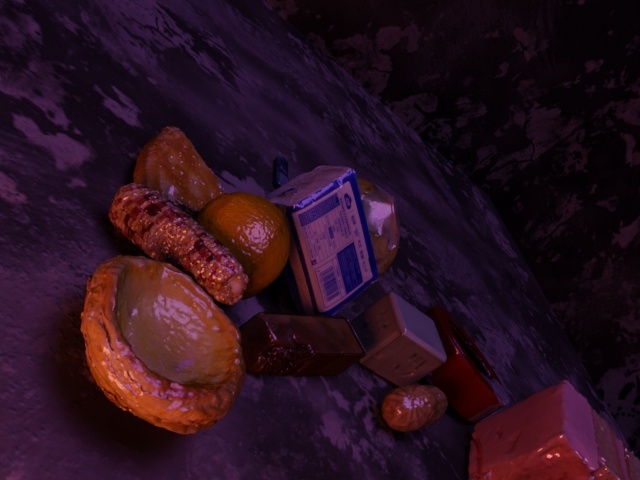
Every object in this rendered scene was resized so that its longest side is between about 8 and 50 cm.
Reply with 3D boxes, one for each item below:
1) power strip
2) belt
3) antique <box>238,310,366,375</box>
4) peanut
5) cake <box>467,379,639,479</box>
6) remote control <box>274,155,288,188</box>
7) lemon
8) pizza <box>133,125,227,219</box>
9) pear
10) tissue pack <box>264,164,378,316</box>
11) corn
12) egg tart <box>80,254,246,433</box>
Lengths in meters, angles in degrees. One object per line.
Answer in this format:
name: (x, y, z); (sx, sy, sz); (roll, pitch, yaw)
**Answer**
power strip: (0.198, 0.245, 1.733); (0.224, 0.140, 0.139); (35, 25, -33)
belt: (0.350, 0.324, 1.909); (0.324, 0.115, 0.227); (51, 17, -3)
antique: (-0.036, 0.200, 1.431); (0.310, 0.087, 0.093); (15, 42, -56)
peanut: (0.209, 0.359, 1.617); (0.226, 0.108, 0.095); (15, 49, -59)
cake: (0.540, 0.537, 1.703); (0.307, 0.314, 0.293); (51, 23, -3)
remote control: (-0.104, -0.179, 1.988); (0.043, 0.027, 0.153); (42, 25, -29)
lemon: (-0.150, 0.009, 1.374); (0.188, 0.188, 0.257); (45, 36, -13)
pizza: (-0.251, -0.075, 1.486); (0.287, 0.075, 0.280); (45, 26, -18)
pear: (0.070, -0.019, 1.811); (0.271, 0.271, 0.271); (41, 24, -22)
tissue pack: (0.000, 0.000, 1.568); (0.209, 0.137, 0.270); (-37, 122, -38)
corn: (-0.237, 0.005, 1.242); (0.289, 0.098, 0.098); (37, 16, 24)
egg tart: (-0.238, 0.156, 1.071); (0.294, 0.123, 0.294); (39, 23, -20)
